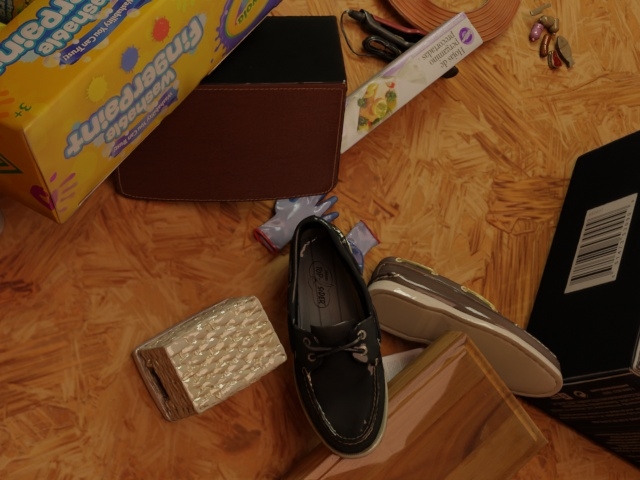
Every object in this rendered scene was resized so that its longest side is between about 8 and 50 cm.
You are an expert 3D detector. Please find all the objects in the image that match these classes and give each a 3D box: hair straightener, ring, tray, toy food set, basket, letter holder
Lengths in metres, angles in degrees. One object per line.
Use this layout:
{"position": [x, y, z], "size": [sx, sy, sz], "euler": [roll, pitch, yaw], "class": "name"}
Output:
{"position": [0.128, -0.310, 1.661], "size": [0.230, 0.047, 0.089], "euler": [20, 69, -28], "class": "hair straightener"}
{"position": [0.210, -0.490, 1.764], "size": [0.337, 0.032, 0.336], "euler": [8, 74, -29], "class": "ring"}
{"position": [0.099, 0.332, 1.407], "size": [0.411, 0.076, 0.203], "euler": [-40, 99, -15], "class": "tray"}
{"position": [0.411, -0.362, 1.856], "size": [0.078, 0.019, 0.122], "euler": [-27, 100, -32], "class": "toy food set"}
{"position": [-0.143, 0.152, 1.361], "size": [0.167, 0.103, 0.113], "euler": [-29, 94, -33], "class": "basket"}
{"position": [-0.127, -0.174, 1.393], "size": [0.302, 0.214, 0.152], "euler": [-2, 47, -6], "class": "letter holder"}

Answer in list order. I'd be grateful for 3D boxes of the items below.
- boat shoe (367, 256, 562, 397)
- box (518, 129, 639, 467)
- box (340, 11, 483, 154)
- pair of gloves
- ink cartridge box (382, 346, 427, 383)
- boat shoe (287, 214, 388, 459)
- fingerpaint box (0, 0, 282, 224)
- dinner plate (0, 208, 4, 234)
{"position": [0.220, 0.127, 1.538], "size": [0.324, 0.116, 0.096], "euler": [26, 43, -1], "class": "boat shoe"}
{"position": [0.630, 0.127, 1.698], "size": [0.472, 0.297, 0.479], "euler": [31, 64, -18], "class": "box"}
{"position": [0.116, -0.241, 1.599], "size": [0.324, 0.067, 0.063], "euler": [-40, 101, -22], "class": "box"}
{"position": [0.000, 0.000, 1.529], "size": [0.198, 0.023, 0.159], "euler": [49, 61, -10], "class": "pair of gloves"}
{"position": [0.138, 0.255, 1.536], "size": [0.225, 0.056, 0.181], "euler": [-9, 82, -40], "class": "ink cartridge box"}
{"position": [0.017, 0.117, 1.377], "size": [0.127, 0.113, 0.340], "euler": [-6, 63, 5], "class": "boat shoe"}
{"position": [-0.315, -0.285, 1.223], "size": [0.371, 0.163, 0.445], "euler": [27, 59, 22], "class": "fingerpaint box"}
{"position": [-0.442, -0.054, 1.241], "size": [0.141, 0.017, 0.141], "euler": [36, 22, -17], "class": "dinner plate"}
